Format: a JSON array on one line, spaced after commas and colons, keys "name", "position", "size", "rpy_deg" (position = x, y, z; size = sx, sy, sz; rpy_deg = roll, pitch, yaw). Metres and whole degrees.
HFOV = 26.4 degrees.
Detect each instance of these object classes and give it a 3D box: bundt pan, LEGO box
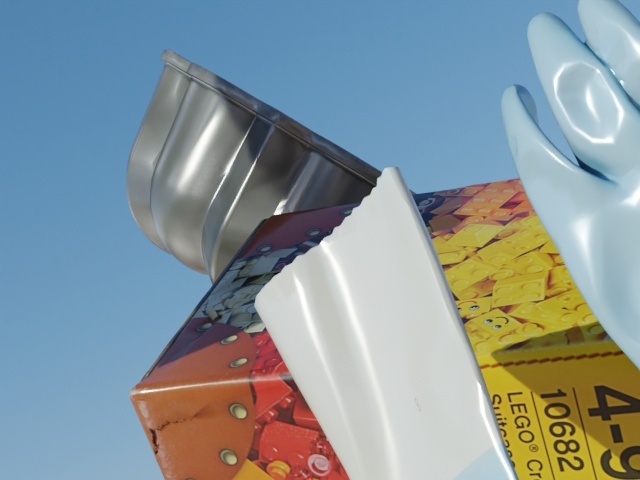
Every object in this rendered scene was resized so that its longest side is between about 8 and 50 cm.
[{"name": "bundt pan", "position": [0.000, 0.000, 0.975], "size": [0.124, 0.331, 0.331], "rpy_deg": [-60, -16, 2]}, {"name": "LEGO box", "position": [0.180, 0.217, 0.674], "size": [0.372, 0.500, 0.193], "rpy_deg": [-9, 24, 23]}]

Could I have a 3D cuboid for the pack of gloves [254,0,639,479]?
[{"name": "pack of gloves", "position": [0.071, 0.060, 0.356], "size": [0.046, 0.232, 0.195], "rpy_deg": [-5, -32, -44]}]
